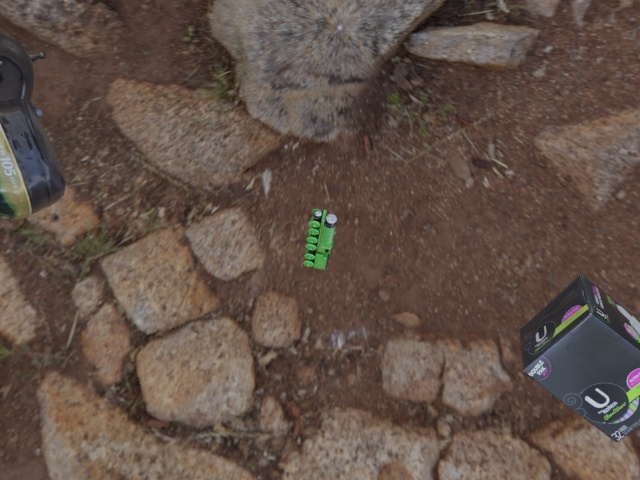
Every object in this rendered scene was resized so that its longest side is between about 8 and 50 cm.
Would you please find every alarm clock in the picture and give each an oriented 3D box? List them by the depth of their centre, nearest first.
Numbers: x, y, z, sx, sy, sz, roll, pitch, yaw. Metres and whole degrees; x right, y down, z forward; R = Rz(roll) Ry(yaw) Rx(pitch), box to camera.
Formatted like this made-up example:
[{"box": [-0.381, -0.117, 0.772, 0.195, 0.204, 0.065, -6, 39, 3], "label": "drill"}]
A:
[{"box": [-0.356, -0.153, 0.766, 0.064, 0.192, 0.129, 39, 106, 27], "label": "alarm clock"}]

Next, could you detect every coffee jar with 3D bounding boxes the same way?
[{"box": [-0.303, -0.046, 0.634, 0.184, 0.079, 0.096, -23, 87, -25], "label": "coffee jar"}]

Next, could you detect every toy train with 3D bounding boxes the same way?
[{"box": [0.000, 0.000, 0.693, 0.024, 0.017, 0.083, 12, 148, 0], "label": "toy train"}]

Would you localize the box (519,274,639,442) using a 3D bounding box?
[{"box": [0.181, 0.077, 0.521, 0.083, 0.052, 0.062, 37, 117, -8], "label": "box"}]
